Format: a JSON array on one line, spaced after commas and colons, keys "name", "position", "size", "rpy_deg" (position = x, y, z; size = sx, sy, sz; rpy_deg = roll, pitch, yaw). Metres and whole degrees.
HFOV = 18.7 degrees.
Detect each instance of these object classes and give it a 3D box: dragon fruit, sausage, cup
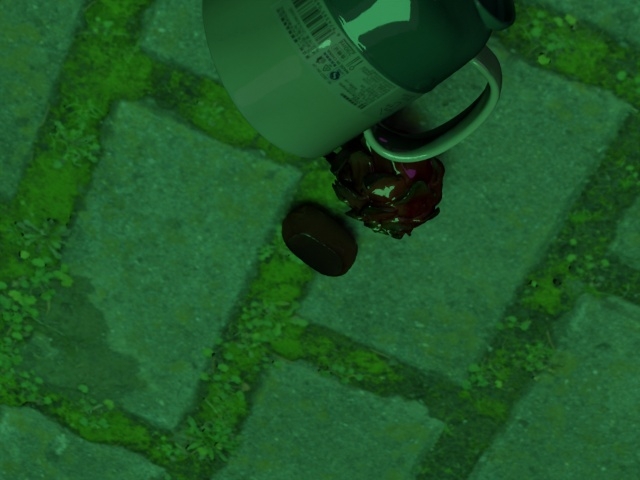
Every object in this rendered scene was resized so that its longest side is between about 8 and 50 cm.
[{"name": "dragon fruit", "position": [0.066, -0.067, 2.085], "size": [0.130, 0.121, 0.142], "rpy_deg": [-4, 140, 36]}, {"name": "sausage", "position": [0.000, 0.000, 2.185], "size": [0.094, 0.054, 0.059], "rpy_deg": [36, 123, -14]}, {"name": "cup", "position": [0.052, -0.205, 1.933], "size": [0.257, 0.219, 0.290], "rpy_deg": [-30, 116, 27]}]
